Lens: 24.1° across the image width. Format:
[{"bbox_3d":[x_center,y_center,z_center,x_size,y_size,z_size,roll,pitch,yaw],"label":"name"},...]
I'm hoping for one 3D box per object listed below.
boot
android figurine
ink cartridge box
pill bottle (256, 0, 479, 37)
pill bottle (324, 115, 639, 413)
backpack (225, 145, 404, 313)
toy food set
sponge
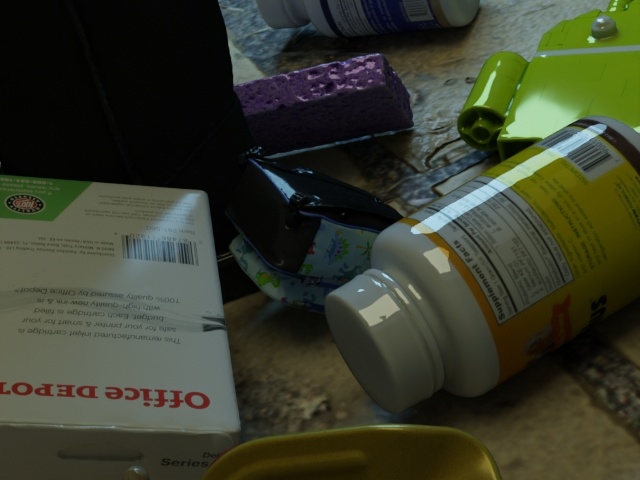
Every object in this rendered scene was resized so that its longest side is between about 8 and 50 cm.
[{"bbox_3d":[-0.244,-0.129,1.005,0.367,0.445,0.146,-20,33,-4],"label":"boot"},{"bbox_3d":[0.233,-0.111,1.115,0.248,0.056,0.273,0,39,26],"label":"android figurine"},{"bbox_3d":[-0.143,0.064,0.922,0.160,0.092,0.219,5,41,-14],"label":"ink cartridge box"},{"bbox_3d":[0.040,-0.239,1.339,0.187,0.112,0.112,-2,36,23],"label":"pill bottle"},{"bbox_3d":[0.113,0.018,0.922,0.215,0.117,0.117,-29,35,-17],"label":"pill bottle"},{"bbox_3d":[0.000,0.000,1.022,0.114,0.084,0.105,12,20,-34],"label":"backpack"},{"bbox_3d":[0.005,0.149,0.790,0.218,0.128,0.071,-9,13,22],"label":"toy food set"},{"bbox_3d":[-0.039,-0.096,1.174,0.210,0.117,0.031,-11,77,11],"label":"sponge"}]
